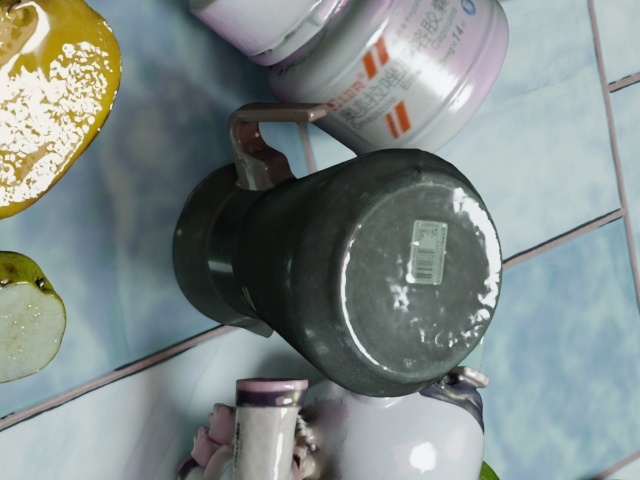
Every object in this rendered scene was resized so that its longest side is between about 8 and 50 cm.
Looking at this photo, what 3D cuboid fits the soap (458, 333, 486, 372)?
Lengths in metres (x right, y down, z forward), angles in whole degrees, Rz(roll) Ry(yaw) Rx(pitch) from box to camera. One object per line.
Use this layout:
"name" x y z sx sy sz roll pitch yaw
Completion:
"soap" 0.112 0.092 1.656 0.231 0.091 0.145 9 91 -34

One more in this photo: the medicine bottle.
"medicine bottle" 0.030 -0.248 1.469 0.302 0.241 0.241 34 76 -22

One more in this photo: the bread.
"bread" -0.321 -0.141 1.300 0.269 0.143 0.195 -55 130 -13

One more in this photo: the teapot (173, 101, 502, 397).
"teapot" 0.000 0.000 1.416 0.253 0.344 0.300 -21 107 -32

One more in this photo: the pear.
"pear" -0.335 0.071 1.343 0.141 0.104 0.141 -17 127 -23

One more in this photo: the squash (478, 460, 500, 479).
"squash" 0.198 0.400 1.632 0.111 0.288 0.203 -19 111 10

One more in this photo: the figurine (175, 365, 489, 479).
"figurine" 0.025 0.260 1.528 0.361 0.253 0.211 -5 68 -35
